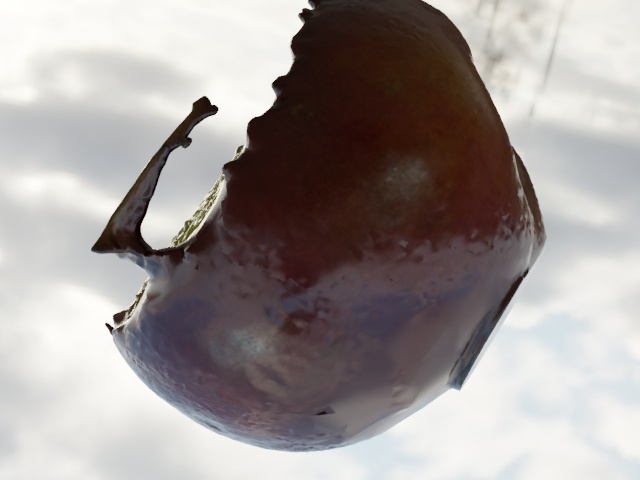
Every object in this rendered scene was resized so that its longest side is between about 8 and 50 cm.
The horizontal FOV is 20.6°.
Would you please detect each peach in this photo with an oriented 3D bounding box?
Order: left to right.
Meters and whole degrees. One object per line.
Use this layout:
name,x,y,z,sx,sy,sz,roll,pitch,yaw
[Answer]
peach,0.022,-0.001,1.497,0.310,0.406,0.335,38,175,5
